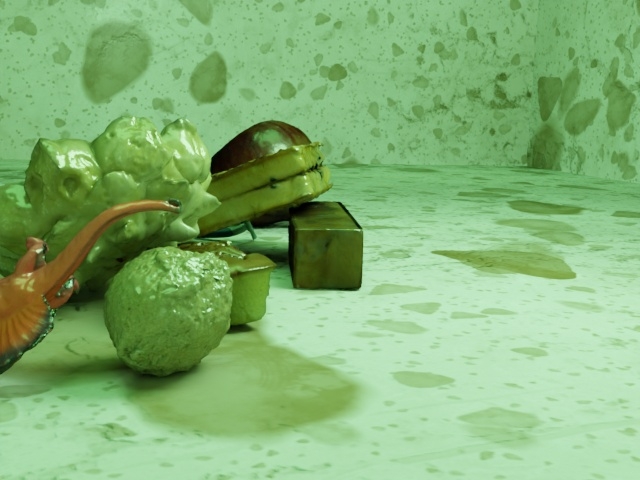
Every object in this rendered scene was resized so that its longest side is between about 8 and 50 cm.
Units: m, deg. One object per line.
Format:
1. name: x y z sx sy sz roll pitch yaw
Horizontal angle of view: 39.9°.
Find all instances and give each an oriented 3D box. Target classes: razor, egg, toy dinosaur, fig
1. razor: -0.211 -0.021 1.547 0.191 0.068 0.037 0 49 16
2. egg: -0.137 0.063 0.805 0.118 0.116 0.140 -19 7 17
3. toy dinosaur: -0.248 0.055 0.761 0.286 0.070 0.139 -26 28 5
4. fig: -0.109 -0.119 1.714 0.235 0.214 0.235 -23 19 9

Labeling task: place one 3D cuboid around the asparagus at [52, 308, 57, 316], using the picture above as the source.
1. asparagus: -0.331 0.068 1.008 0.025 0.021 0.108 -6 13 -38

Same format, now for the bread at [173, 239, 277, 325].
1. bread: -0.133 0.047 0.988 0.125 0.086 0.156 -6 10 -31

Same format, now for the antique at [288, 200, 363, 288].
1. antique: 0.000 0.000 1.314 0.093 0.087 0.310 0 10 -4

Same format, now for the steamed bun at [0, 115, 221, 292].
1. steamed bun: -0.253 -0.021 1.046 0.292 0.137 0.295 -27 -14 -6

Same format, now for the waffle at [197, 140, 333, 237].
1. waffle: -0.143 -0.068 1.389 0.308 0.091 0.213 -17 5 12
